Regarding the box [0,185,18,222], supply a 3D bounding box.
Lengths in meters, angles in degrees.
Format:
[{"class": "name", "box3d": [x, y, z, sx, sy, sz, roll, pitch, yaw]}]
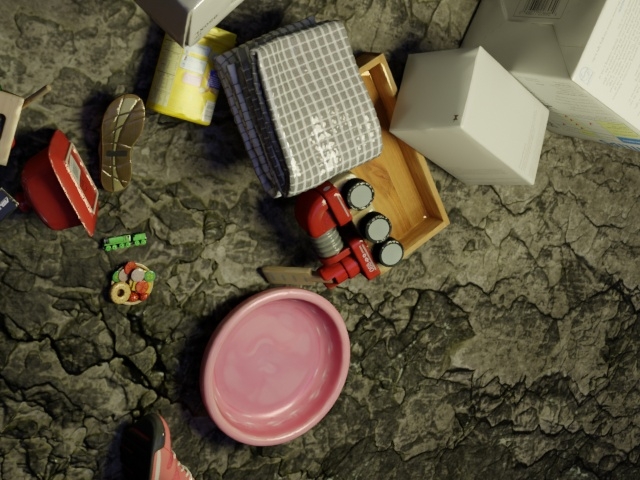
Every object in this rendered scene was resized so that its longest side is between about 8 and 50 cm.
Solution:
[{"class": "box", "box3d": [-0.567, -0.020, 1.367, 0.191, 0.184, 0.045, -47, 120, -13]}]

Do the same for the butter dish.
[{"class": "butter dish", "box3d": [-0.447, -0.082, 1.463, 0.118, 0.160, 0.160, -21, 116, 0]}]

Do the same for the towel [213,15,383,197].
[{"class": "towel", "box3d": [-0.027, -0.242, 1.573, 0.235, 0.121, 0.284, -28, 106, -30]}]

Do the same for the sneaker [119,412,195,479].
[{"class": "sneaker", "box3d": [-0.306, 0.465, 1.724, 0.136, 0.116, 0.314, -13, 117, -39]}]

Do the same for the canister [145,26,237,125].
[{"class": "canister", "box3d": [-0.230, -0.300, 1.560, 0.126, 0.073, 0.170, 12, 98, -34]}]

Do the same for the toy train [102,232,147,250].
[{"class": "toy train", "box3d": [-0.356, 0.001, 1.602, 0.083, 0.017, 0.024, -11, 99, -29]}]

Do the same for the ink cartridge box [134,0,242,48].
[{"class": "ink cartridge box", "box3d": [-0.240, -0.539, 1.335, 0.395, 0.166, 0.285, 44, 77, -3]}]

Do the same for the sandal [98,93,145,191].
[{"class": "sandal", "box3d": [-0.354, -0.173, 1.540, 0.072, 0.049, 0.180, 2, 117, -26]}]

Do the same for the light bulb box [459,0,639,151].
[{"class": "light bulb box", "box3d": [0.544, -0.369, 1.842, 0.361, 0.358, 0.225, 24, 92, -35]}]

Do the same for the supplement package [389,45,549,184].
[{"class": "supplement package", "box3d": [0.307, -0.244, 1.790, 0.293, 0.177, 0.175, 27, 74, -45]}]

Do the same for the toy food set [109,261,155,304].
[{"class": "toy food set", "box3d": [-0.347, 0.080, 1.627, 0.083, 0.020, 0.082, 13, 97, -33]}]

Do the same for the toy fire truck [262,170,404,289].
[{"class": "toy fire truck", "box3d": [0.000, 0.000, 1.710, 0.246, 0.158, 0.217, -34, 118, -8]}]

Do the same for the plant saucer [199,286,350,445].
[{"class": "plant saucer", "box3d": [-0.098, 0.248, 1.789, 0.332, 0.084, 0.332, -9, 108, -28]}]

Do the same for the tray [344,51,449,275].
[{"class": "tray", "box3d": [0.106, -0.153, 1.807, 0.203, 0.076, 0.411, -36, 120, -19]}]

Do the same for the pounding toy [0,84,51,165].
[{"class": "pounding toy", "box3d": [-0.505, -0.196, 1.387, 0.100, 0.130, 0.141, 15, 96, -34]}]
